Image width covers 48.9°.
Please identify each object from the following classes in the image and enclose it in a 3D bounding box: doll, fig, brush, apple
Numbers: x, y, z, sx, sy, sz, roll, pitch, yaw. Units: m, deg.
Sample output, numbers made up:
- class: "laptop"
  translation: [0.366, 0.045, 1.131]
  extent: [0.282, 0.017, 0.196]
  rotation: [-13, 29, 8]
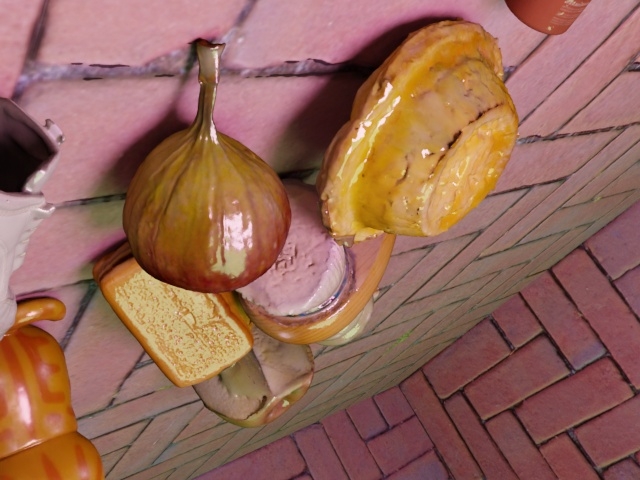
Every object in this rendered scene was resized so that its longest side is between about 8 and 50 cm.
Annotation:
- class: "doll"
  translation: [-0.344, 0.221, 0.803]
  extent: [0.167, 0.269, 0.162]
  rotation: [-17, 173, -39]
- class: "fig"
  translation: [-0.113, -0.065, 0.655]
  extent: [0.160, 0.230, 0.143]
  rotation: [-21, -158, -23]
- class: "brush"
  translation: [0.000, 0.000, 0.898]
  extent: [0.267, 0.174, 0.166]
  rotation: [-44, 155, -16]
- class: "apple"
  translation: [-0.116, 0.216, 1.193]
  extent: [0.207, 0.188, 0.173]
  rotation: [-23, 157, -25]

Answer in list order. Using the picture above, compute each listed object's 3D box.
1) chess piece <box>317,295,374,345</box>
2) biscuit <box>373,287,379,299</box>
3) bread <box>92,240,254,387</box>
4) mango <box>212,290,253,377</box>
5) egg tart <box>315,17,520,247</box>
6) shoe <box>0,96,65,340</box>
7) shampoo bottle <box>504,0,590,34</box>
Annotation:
- class: "chess piece"
  translation: [-0.019, 0.075, 1.100]
  extent: [0.144, 0.144, 0.251]
  rotation: [-34, 154, 8]
- class: "biscuit"
  translation: [0.030, 0.123, 1.379]
  extent: [0.188, 0.056, 0.052]
  rotation: [-24, 159, -21]
- class: "bread"
  translation: [-0.169, 0.080, 0.829]
  extent: [0.116, 0.077, 0.200]
  rotation: [-34, 126, -10]
- class: "mango"
  translation: [-0.172, 0.125, 1.015]
  extent: [0.157, 0.109, 0.262]
  rotation: [-37, 165, -23]
- class: "egg tart"
  translation: [0.118, -0.099, 0.770]
  extent: [0.288, 0.118, 0.288]
  rotation: [-35, 150, -25]
- class: "shoe"
  translation: [-0.253, -0.031, 0.506]
  extent: [0.159, 0.124, 0.316]
  rotation: [-33, 162, -15]
- class: "shampoo bottle"
  translation: [0.266, -0.303, 0.642]
  extent: [0.085, 0.085, 0.244]
  rotation: [-17, 157, -34]
